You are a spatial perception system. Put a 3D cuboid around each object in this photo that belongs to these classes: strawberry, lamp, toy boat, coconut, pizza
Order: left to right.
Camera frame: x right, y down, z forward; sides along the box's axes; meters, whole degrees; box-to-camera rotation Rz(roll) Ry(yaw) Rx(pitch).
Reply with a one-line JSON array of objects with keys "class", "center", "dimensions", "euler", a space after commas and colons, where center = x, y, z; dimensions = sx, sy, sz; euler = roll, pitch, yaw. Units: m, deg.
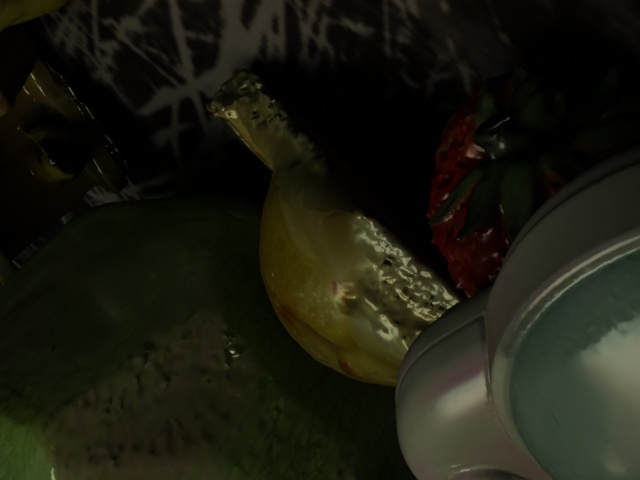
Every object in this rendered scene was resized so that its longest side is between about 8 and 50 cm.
[{"class": "toy boat", "center": [-0.268, -0.160, 0.848], "dimensions": [0.445, 0.136, 0.162], "euler": [56, 162, -25]}, {"class": "coconut", "center": [-0.084, 0.142, 0.878], "dimensions": [0.281, 0.328, 0.328], "euler": [7, 137, 42]}, {"class": "pizza", "center": [0.003, 0.004, 0.788], "dimensions": [0.204, 0.080, 0.188], "euler": [46, -175, 0]}, {"class": "strawberry", "center": [0.107, -0.005, 0.694], "dimensions": [0.131, 0.131, 0.148], "euler": [26, 147, 19]}, {"class": "lamp", "center": [0.133, 0.054, 0.576], "dimensions": [0.246, 0.108, 0.179], "euler": [-28, 127, 36]}]

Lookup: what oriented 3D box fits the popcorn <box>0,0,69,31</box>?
[{"class": "popcorn", "center": [-0.191, -0.215, 0.624], "dimensions": [0.242, 0.235, 0.250], "euler": [14, 135, 37]}]
